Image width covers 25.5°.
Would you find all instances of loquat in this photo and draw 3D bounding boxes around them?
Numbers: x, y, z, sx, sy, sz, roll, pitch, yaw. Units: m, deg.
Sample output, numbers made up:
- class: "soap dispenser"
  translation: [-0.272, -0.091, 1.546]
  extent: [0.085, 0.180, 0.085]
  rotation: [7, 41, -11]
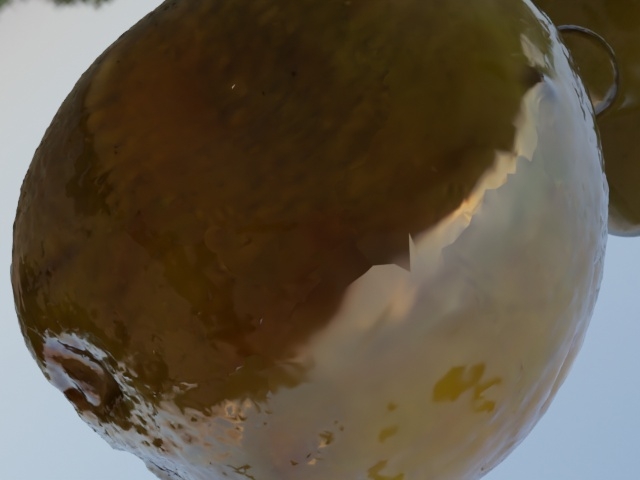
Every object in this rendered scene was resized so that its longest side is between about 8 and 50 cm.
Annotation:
- class: "loquat"
  translation: [0.000, 0.000, 0.689]
  extent: [0.284, 0.276, 0.276]
  rotation: [-57, -158, -19]

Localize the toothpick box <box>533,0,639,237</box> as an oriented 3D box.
- class: "toothpick box"
  translation: [0.317, -0.236, 1.429]
  extent: [0.409, 0.409, 0.425]
  rotation: [-20, -164, 48]
